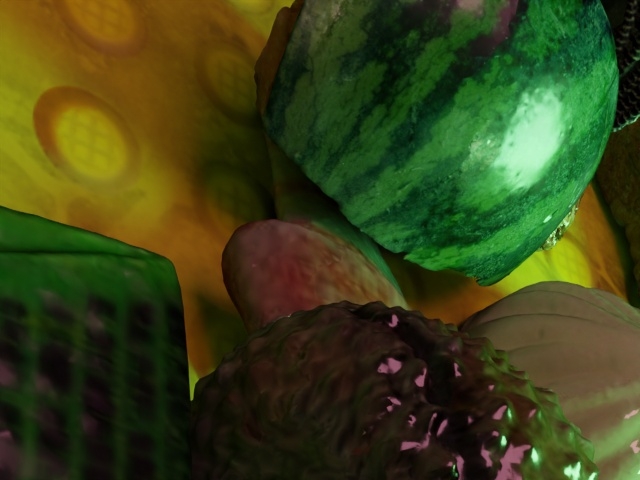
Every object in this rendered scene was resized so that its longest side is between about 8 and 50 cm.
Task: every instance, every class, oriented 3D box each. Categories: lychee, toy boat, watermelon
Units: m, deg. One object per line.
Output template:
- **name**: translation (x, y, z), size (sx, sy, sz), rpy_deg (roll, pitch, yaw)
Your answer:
- **lychee**: translation (0.039, 0.155, 0.703), size (0.274, 0.255, 0.255), rpy_deg (5, 58, -53)
- **toy boat**: translation (0.000, 0.000, 0.947), size (0.206, 0.096, 0.282), rpy_deg (32, 29, -36)
- **watermelon**: translation (0.079, -0.079, 0.951), size (0.292, 0.319, 0.222), rpy_deg (36, 54, -5)

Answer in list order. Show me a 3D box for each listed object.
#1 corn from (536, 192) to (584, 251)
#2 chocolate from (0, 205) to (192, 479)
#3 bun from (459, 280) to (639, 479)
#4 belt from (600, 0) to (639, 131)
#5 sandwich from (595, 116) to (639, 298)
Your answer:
- **corn**: translation (0.225, -0.093, 1.242), size (0.098, 0.098, 0.290), rpy_deg (43, 42, -15)
- **chocolate**: translation (-0.220, 0.139, 0.508), size (0.341, 0.161, 0.360), rpy_deg (22, 46, -35)
- **bun**: translation (0.245, 0.133, 1.017), size (0.263, 0.175, 0.263), rpy_deg (30, 42, -32)
- **belt**: translation (0.177, -0.213, 1.107), size (0.122, 0.325, 0.260), rpy_deg (-37, 125, -53)
- **sandwich**: translation (0.419, 0.028, 1.355), size (0.271, 0.099, 0.301), rpy_deg (25, 42, -40)
